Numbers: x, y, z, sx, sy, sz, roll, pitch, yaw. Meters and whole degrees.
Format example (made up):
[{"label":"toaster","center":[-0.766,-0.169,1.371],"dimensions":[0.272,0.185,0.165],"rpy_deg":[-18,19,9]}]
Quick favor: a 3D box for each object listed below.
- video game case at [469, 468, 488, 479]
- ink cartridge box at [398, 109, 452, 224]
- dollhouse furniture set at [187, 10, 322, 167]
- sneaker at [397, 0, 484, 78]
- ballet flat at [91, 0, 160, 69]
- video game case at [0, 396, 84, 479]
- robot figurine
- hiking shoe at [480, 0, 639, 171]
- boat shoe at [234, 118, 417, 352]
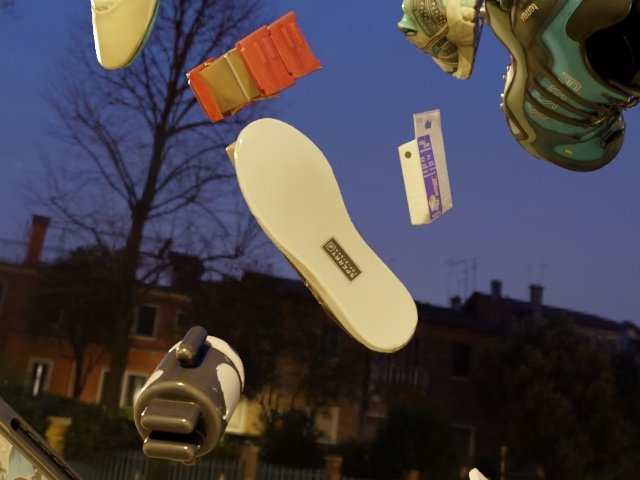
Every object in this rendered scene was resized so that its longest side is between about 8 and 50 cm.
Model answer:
[{"label":"video game case","center":[0.300,0.460,1.302],"dimensions":[0.143,0.019,0.157],"rpy_deg":[46,15,-11]},{"label":"ink cartridge box","center":[0.208,-0.149,1.595],"dimensions":[0.045,0.208,0.206],"rpy_deg":[-5,9,23]},{"label":"dollhouse furniture set","center":[-0.073,-0.208,1.535],"dimensions":[0.152,0.374,0.201],"rpy_deg":[-37,17,-36]},{"label":"sneaker","center":[0.184,-0.330,1.227],"dimensions":[0.122,0.110,0.283],"rpy_deg":[12,-4,11]},{"label":"ballet flat","center":[-0.200,-0.306,0.857],"dimensions":[0.086,0.249,0.086],"rpy_deg":[17,-13,4]},{"label":"video game case","center":[-0.408,0.315,0.938],"dimensions":[0.274,0.035,0.248],"rpy_deg":[-34,-74,17]},{"label":"robot figurine","center":[-0.239,0.293,1.511],"dimensions":[0.173,0.278,0.209],"rpy_deg":[40,-68,-7]},{"label":"hiking shoe","center":[0.229,-0.134,0.694],"dimensions":[0.132,0.113,0.304],"rpy_deg":[41,-2,37]},{"label":"boat shoe","center":[0.000,0.000,0.707],"dimensions":[0.228,0.080,0.076],"rpy_deg":[51,-16,-1]}]
